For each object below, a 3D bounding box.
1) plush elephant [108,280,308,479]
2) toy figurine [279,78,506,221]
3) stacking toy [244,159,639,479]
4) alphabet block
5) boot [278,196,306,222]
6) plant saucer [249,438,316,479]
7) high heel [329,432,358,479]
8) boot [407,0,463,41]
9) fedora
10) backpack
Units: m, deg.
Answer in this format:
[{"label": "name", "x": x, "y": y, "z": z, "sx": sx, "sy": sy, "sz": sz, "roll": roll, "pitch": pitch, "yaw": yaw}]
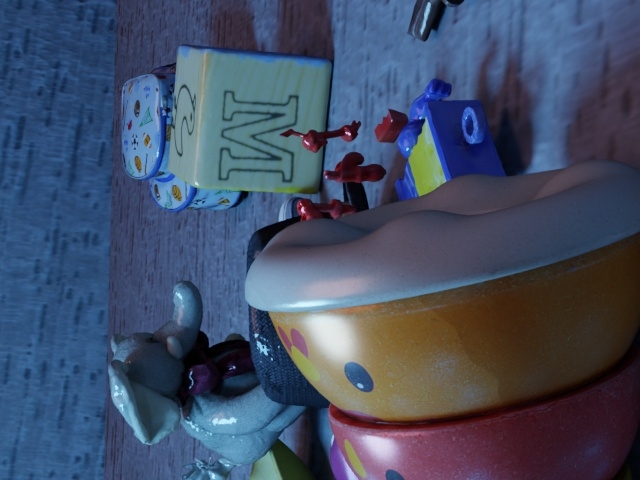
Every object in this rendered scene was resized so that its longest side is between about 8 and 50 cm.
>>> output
[{"label": "plush elephant", "x": -0.168, "y": 0.179, "z": 1.886, "sx": 0.330, "sy": 0.255, "sz": 0.272, "roll": -54, "pitch": 20, "yaw": 1}, {"label": "toy figurine", "x": 0.105, "y": -0.042, "z": 1.401, "sx": 0.217, "sy": 0.191, "sz": 0.362, "roll": 123, "pitch": 144, "yaw": -47}, {"label": "stacking toy", "x": 0.154, "y": 0.191, "z": 1.148, "sx": 0.350, "sy": 0.351, "sz": 0.479, "roll": -178, "pitch": 74, "yaw": -71}, {"label": "alphabet block", "x": -0.106, "y": -0.179, "z": 2.011, "sx": 0.192, "sy": 0.194, "sz": 0.197, "roll": -151, "pitch": 65, "yaw": -71}, {"label": "boot", "x": 0.000, "y": 0.000, "z": 1.886, "sx": 0.086, "sy": 0.069, "sz": 0.190, "roll": -55, "pitch": 44, "yaw": 45}, {"label": "plant saucer", "x": -0.038, "y": 0.486, "z": 1.891, "sx": 0.332, "sy": 0.081, "sz": 0.332, "roll": -116, "pitch": 33, "yaw": -56}, {"label": "high heel", "x": 0.101, "y": 0.310, "z": 1.480, "sx": 0.181, "sy": 0.127, "sz": 0.377, "roll": 29, "pitch": 122, "yaw": 49}, {"label": "boot", "x": 0.130, "y": -0.262, "z": 1.568, "sx": 0.106, "sy": 0.037, "sz": 0.114, "roll": -87, "pitch": 17, "yaw": -45}, {"label": "fedora", "x": -0.010, "y": 0.086, "z": 1.626, "sx": 0.334, "sy": 0.153, "sz": 0.334, "roll": 174, "pitch": 90, "yaw": -88}, {"label": "backpack", "x": -0.224, "y": -0.178, "z": 2.360, "sx": 0.276, "sy": 0.213, "sz": 0.263, "roll": -178, "pitch": 80, "yaw": -68}]
